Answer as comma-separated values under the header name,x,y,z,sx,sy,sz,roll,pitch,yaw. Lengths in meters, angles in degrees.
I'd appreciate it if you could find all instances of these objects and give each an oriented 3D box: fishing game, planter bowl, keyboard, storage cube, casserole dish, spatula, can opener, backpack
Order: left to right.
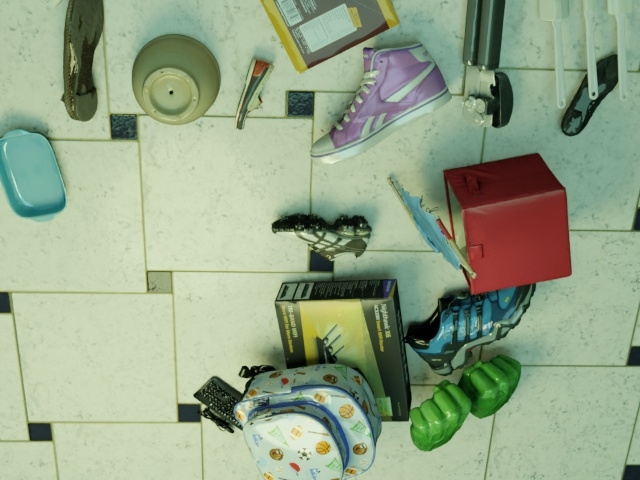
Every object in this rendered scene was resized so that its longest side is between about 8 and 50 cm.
name,x,y,z,sx,sy,sz,roll,pitch,yaw
casserole dish,-0.543,-0.126,1.662,0.114,0.037,0.189,-9,116,2
planter bowl,-0.261,-0.273,1.564,0.162,0.109,0.162,-1,116,-2
keyboard,-0.192,0.385,1.932,0.192,0.038,0.100,39,108,-18
backpack,-0.016,0.370,1.750,0.263,0.213,0.277,-19,111,12
fishing game,0.212,-0.025,1.632,0.041,0.264,0.189,-36,113,-2
can opener,0.301,-0.338,1.594,0.093,0.074,0.281,-22,123,-31
storage cube,0.352,-0.036,1.671,0.193,0.184,0.215,-10,116,1
spatula,0.481,-0.364,1.590,0.168,0.019,0.242,-8,106,-5

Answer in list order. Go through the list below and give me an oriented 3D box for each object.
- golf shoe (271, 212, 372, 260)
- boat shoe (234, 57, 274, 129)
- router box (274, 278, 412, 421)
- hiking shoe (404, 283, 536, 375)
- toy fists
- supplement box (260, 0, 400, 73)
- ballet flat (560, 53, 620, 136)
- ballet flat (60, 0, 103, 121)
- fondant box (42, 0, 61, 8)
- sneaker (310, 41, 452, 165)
name,x,y,z,sx,sy,sz,roll,pitch,yaw
golf shoe,0.000,0.000,1.731,0.198,0.077,0.094,4,116,-3
boat shoe,-0.124,-0.263,1.612,0.043,0.049,0.137,15,110,-13
router box,0.052,0.232,1.819,0.242,0.081,0.309,-4,117,13
hiking shoe,0.306,0.151,1.799,0.132,0.113,0.304,37,109,-20
toy fists,0.301,0.330,1.837,0.279,0.096,0.142,-25,154,-20
supplement box,0.004,-0.423,1.493,0.194,0.129,0.191,-25,114,9
ballet flat,0.503,-0.273,1.648,0.057,0.049,0.173,33,105,1
ballet flat,-0.428,-0.331,1.554,0.058,0.084,0.250,23,122,25
fondant box,-0.482,-0.568,1.386,0.330,0.096,0.238,39,123,-20
sneaker,0.080,-0.260,1.602,0.282,0.102,0.161,-31,111,0
